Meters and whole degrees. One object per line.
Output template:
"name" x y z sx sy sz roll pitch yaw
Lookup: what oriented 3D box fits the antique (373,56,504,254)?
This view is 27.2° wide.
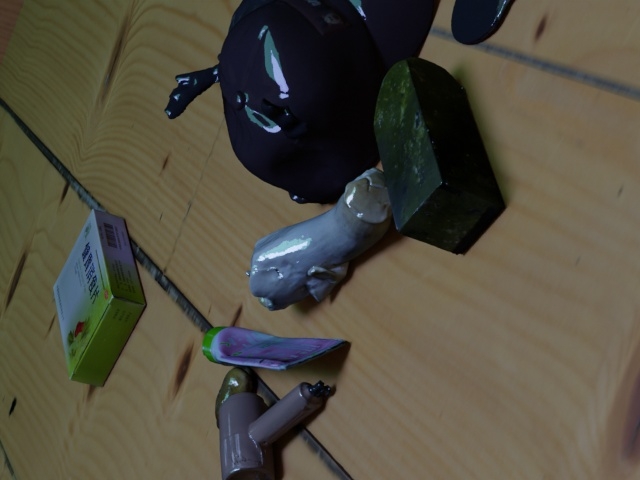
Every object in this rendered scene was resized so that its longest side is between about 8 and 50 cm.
"antique" 0.115 -0.096 1.373 0.080 0.081 0.220 -50 34 33

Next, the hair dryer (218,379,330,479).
"hair dryer" -0.050 0.206 1.528 0.182 0.064 0.117 -41 38 33

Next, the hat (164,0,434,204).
"hat" -0.035 -0.212 1.532 0.238 0.209 0.336 37 112 38

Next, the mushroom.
"mushroom" 0.001 0.001 1.510 0.278 0.096 0.099 -34 47 45

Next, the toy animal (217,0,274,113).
"toy animal" -0.067 -0.298 1.806 0.168 0.106 0.343 -43 36 44

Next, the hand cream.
"hand cream" -0.065 0.130 1.579 0.079 0.050 0.275 -49 20 -20

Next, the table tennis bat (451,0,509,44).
"table tennis bat" 0.186 -0.261 1.410 0.158 0.014 0.095 -11 63 61

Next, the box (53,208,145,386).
"box" -0.366 0.091 2.166 0.175 0.062 0.260 -59 29 23

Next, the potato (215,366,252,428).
"potato" -0.110 0.199 1.651 0.051 0.040 0.083 -7 69 59
